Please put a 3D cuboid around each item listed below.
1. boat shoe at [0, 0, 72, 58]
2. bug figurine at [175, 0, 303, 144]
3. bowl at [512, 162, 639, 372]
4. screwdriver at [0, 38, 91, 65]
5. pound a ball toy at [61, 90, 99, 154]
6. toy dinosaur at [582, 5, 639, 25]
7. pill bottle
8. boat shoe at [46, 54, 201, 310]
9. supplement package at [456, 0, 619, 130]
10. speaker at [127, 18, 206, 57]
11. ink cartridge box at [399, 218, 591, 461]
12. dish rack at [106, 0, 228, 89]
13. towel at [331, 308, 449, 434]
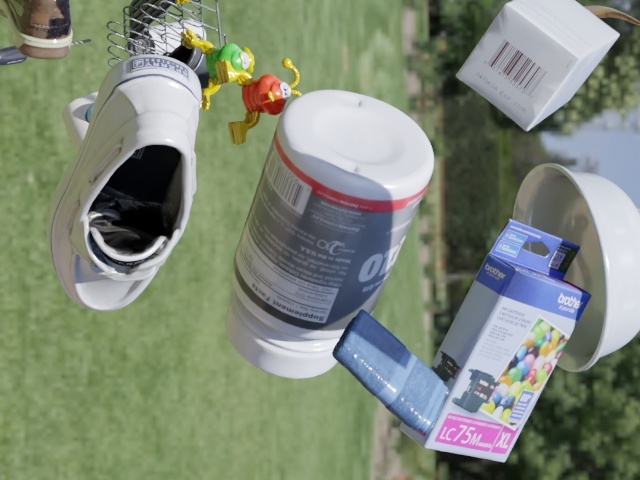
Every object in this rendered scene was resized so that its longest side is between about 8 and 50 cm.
[{"bbox_3d":[-0.360,-0.321,1.708,0.257,0.095,0.095,49,-43,45],"label":"boat shoe"},{"bbox_3d":[-0.097,-0.247,1.460,0.216,0.072,0.278,-161,-121,-67],"label":"bug figurine"},{"bbox_3d":[0.392,0.031,1.946,0.298,0.134,0.297,172,-90,-75],"label":"bowl"},{"bbox_3d":[-0.374,-0.254,1.852,0.170,0.024,0.025,-17,132,-51],"label":"screwdriver"},{"bbox_3d":[-0.366,-0.104,2.322,0.135,0.208,0.319,83,-18,-51],"label":"pound a ball toy"},{"bbox_3d":[0.330,-0.301,1.882,0.064,0.212,0.112,-15,83,-64],"label":"toy dinosaur"},{"bbox_3d":[0.000,0.000,1.429,0.161,0.161,0.283,-84,-169,-51],"label":"pill bottle"},{"bbox_3d":[-0.141,-0.015,1.007,0.267,0.096,0.088,122,-29,-46],"label":"boat shoe"},{"bbox_3d":[0.247,-0.210,1.552,0.105,0.105,0.179,-57,168,29],"label":"supplement package"},{"bbox_3d":[-0.235,-0.307,2.114,0.136,0.055,0.055,-26,118,-57],"label":"speaker"},{"bbox_3d":[0.242,0.136,1.801,0.186,0.065,0.311,18,98,-46],"label":"ink cartridge box"},{"bbox_3d":[-0.213,-0.279,1.833,0.074,0.208,0.271,24,46,-40],"label":"dish rack"},{"bbox_3d":[0.064,0.124,1.279,0.029,0.119,0.067,-39,-169,41],"label":"towel"}]
